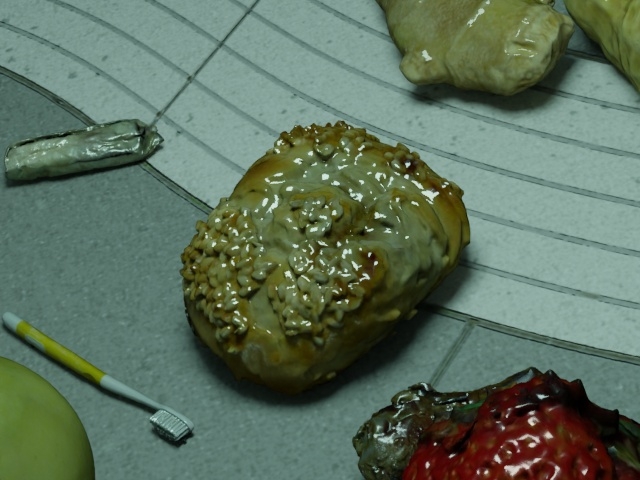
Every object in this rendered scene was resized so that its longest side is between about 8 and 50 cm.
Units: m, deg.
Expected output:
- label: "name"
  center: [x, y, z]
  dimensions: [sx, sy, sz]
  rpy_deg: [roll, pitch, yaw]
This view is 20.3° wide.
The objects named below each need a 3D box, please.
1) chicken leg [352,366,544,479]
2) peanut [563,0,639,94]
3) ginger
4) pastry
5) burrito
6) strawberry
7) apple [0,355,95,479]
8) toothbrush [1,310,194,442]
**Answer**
- label: "chicken leg"
  center: [0.121, 0.173, 1.639]
  dimensions: [0.196, 0.080, 0.125]
  rpy_deg: [-34, 56, -28]
- label: "peanut"
  center: [0.363, -0.234, 1.917]
  dimensions: [0.147, 0.147, 0.305]
  rpy_deg: [-26, 43, -10]
- label: "ginger"
  center: [0.147, -0.268, 2.037]
  dimensions: [0.190, 0.126, 0.354]
  rpy_deg: [-33, 42, -2]
- label: "pastry"
  center: [0.000, 0.000, 1.780]
  dimensions: [0.255, 0.162, 0.311]
  rpy_deg: [19, 53, 34]
- label: "burrito"
  center: [-0.272, -0.105, 2.048]
  dimensions: [0.188, 0.045, 0.058]
  rpy_deg: [-10, 69, 3]
- label: "strawberry"
  center: [0.165, 0.259, 1.427]
  dimensions: [0.238, 0.250, 0.288]
  rpy_deg: [-15, 65, 49]
- label: "apple"
  center: [-0.330, 0.231, 1.589]
  dimensions: [0.262, 0.262, 0.262]
  rpy_deg: [-8, 44, 8]
- label: "toothbrush"
  center: [-0.234, 0.135, 1.810]
  dimensions: [0.288, 0.021, 0.024]
  rpy_deg: [26, 48, 36]
